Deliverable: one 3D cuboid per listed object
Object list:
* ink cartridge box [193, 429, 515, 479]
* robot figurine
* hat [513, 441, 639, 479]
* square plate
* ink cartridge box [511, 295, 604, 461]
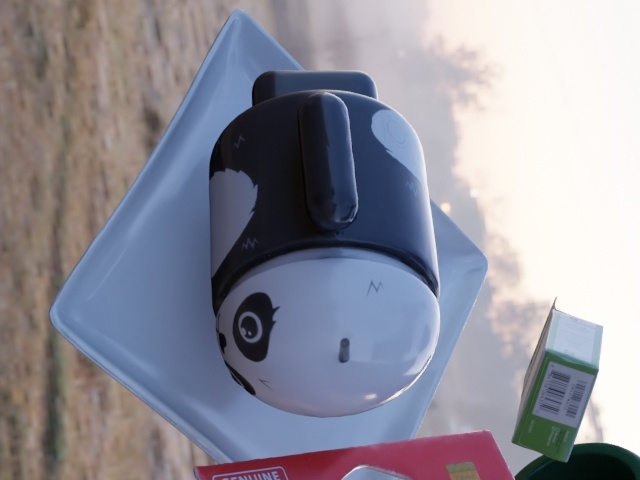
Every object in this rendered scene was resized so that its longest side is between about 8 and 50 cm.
[{"bbox_3d":[0.084,0.248,1.166,0.066,0.296,0.261,-45,-122,42],"label":"ink cartridge box"},{"bbox_3d":[-0.002,-0.001,1.258,0.209,0.173,0.278,38,37,-44],"label":"robot figurine"},{"bbox_3d":[0.299,0.336,1.797,0.208,0.173,0.184,-47,129,-38],"label":"hat"},{"bbox_3d":[-0.032,0.042,1.374,0.344,0.049,0.347,44,53,-23],"label":"square plate"},{"bbox_3d":[0.255,0.143,1.770,0.209,0.062,0.109,-52,160,-73],"label":"ink cartridge box"}]
